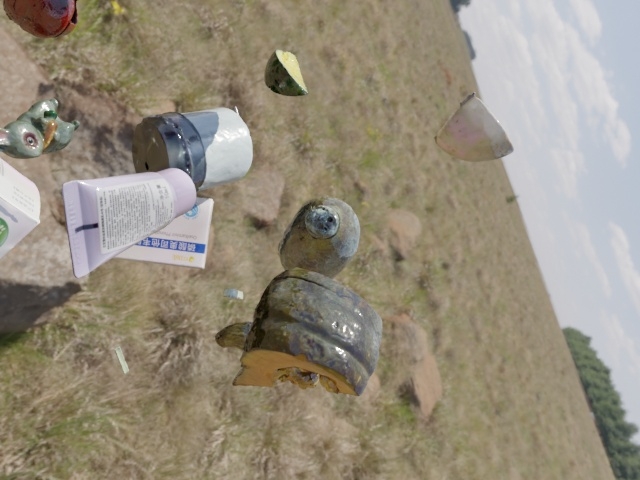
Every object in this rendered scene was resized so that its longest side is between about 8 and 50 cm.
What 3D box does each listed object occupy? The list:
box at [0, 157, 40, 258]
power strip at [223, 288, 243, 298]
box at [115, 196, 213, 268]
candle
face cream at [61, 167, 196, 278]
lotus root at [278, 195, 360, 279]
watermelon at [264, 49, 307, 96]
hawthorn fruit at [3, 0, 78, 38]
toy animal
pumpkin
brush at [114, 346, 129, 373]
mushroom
[{"bbox_3d":[-0.575,0.006,0.841,0.173,0.333,0.145,46,2,-38],"label":"box"},{"bbox_3d":[-0.297,0.184,2.069,0.191,0.048,0.030,82,9,-82],"label":"power strip"},{"bbox_3d":[-0.483,-0.038,1.693,0.065,0.344,0.200,159,-61,-82],"label":"box"},{"bbox_3d":[-0.314,-0.240,1.617,0.343,0.221,0.221,-21,90,-47],"label":"candle"},{"bbox_3d":[-0.324,-0.051,1.030,0.274,0.096,0.154,-37,134,-60],"label":"face cream"},{"bbox_3d":[0.003,0.000,1.304,0.349,0.175,0.174,128,-54,-71],"label":"lotus root"},{"bbox_3d":[-0.097,-0.405,1.487,0.092,0.075,0.181,28,31,-37],"label":"watermelon"},{"bbox_3d":[-0.584,-0.516,1.295,0.148,0.172,0.148,27,45,-30],"label":"hawthorn fruit"},{"bbox_3d":[-0.625,-0.215,1.300,0.108,0.138,0.236,39,37,-10],"label":"toy animal"},{"bbox_3d":[-0.049,0.113,0.771,0.126,0.248,0.130,44,51,-33],"label":"pumpkin"},{"bbox_3d":[-0.552,0.332,1.686,0.016,0.013,0.083,-28,117,-33],"label":"brush"},{"bbox_3d":[0.452,-0.280,1.790,0.173,0.162,0.236,56,8,22],"label":"mushroom"}]
